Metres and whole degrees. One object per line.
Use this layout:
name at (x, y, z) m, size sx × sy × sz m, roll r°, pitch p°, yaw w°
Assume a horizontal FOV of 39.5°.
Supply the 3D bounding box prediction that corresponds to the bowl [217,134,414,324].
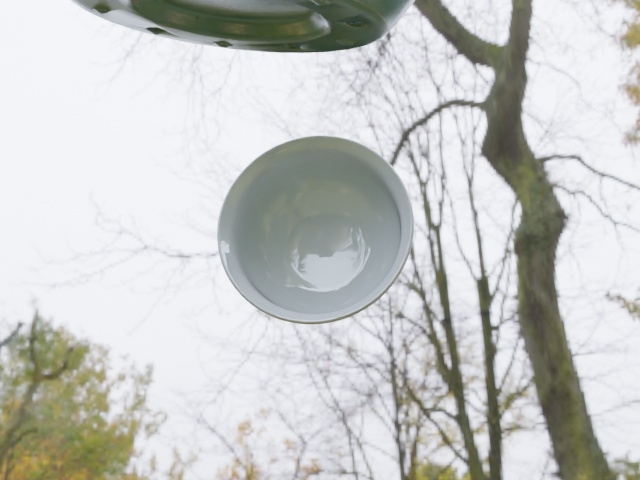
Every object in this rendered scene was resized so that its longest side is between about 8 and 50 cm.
bowl at (0.000, 0.000, 1.364) m, size 0.297 × 0.298 × 0.134 m, roll -6°, pitch -21°, yaw 8°

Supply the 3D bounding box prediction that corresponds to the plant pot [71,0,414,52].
plant pot at (-0.039, -0.238, 0.496) m, size 0.292 × 0.235 × 0.293 m, roll 5°, pitch 0°, yaw 0°
